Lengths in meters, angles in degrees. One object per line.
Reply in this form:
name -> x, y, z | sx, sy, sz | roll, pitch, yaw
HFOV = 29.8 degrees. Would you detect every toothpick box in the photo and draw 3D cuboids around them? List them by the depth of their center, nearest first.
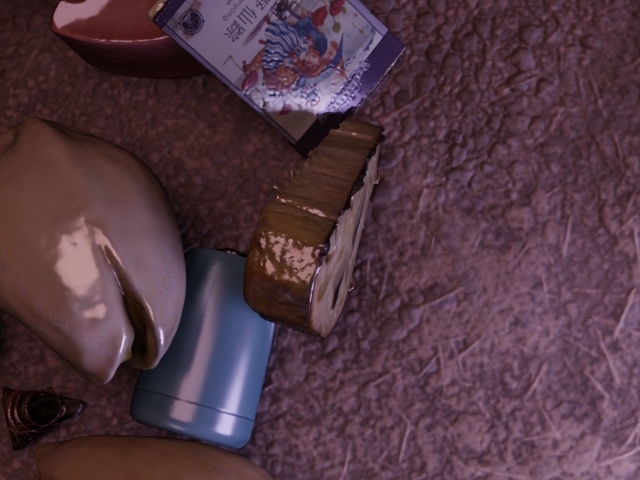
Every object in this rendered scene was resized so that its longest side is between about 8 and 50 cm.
toothpick box -> -0.106, 0.101, 1.174 | 0.120, 0.120, 0.184 | 13, 78, 12

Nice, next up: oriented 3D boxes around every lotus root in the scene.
lotus root -> 0.000, 0.000, 1.145 | 0.074, 0.261, 0.170 | 11, 115, 12

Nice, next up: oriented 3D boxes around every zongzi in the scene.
zongzi -> -0.278, 0.174, 1.230 | 0.083, 0.073, 0.067 | -22, 74, 46

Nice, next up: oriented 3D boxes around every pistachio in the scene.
pistachio -> -0.143, 0.266, 1.120 | 0.292, 0.181, 0.162 | 5, 74, 13
pistachio -> -0.236, 0.007, 1.148 | 0.332, 0.207, 0.226 | 40, 133, 45

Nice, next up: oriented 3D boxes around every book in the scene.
book -> -0.037, -0.205, 1.182 | 0.157, 0.231, 0.026 | -50, 31, -1

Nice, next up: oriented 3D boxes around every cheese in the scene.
cheese -> -0.189, -0.251, 1.242 | 0.177, 0.128, 0.203 | -32, 78, 2
